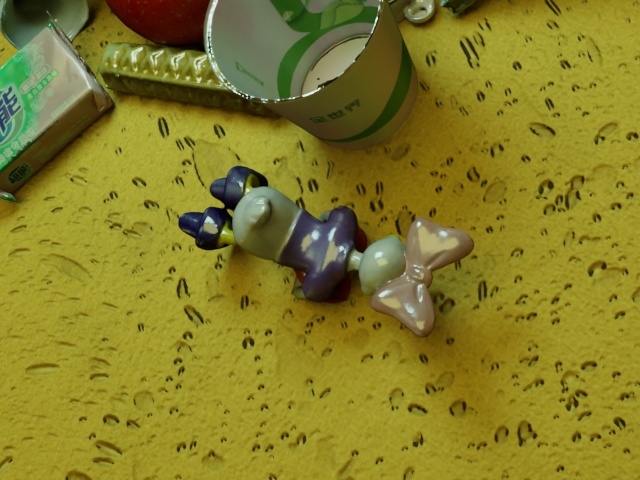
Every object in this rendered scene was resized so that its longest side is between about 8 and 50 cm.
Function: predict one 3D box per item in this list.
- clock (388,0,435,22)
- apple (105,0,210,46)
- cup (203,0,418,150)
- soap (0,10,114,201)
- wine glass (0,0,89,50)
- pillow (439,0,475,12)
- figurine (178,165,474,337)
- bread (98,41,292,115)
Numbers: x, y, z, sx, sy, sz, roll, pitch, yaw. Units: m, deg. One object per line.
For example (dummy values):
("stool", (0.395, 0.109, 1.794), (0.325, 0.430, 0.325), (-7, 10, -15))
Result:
("clock", (0.084, -0.405, 1.401), (0.229, 0.063, 0.155), (41, 92, 27))
("apple", (-0.239, -0.451, 1.470), (0.260, 0.216, 0.260), (-9, 67, 20))
("cup", (0.011, -0.256, 1.265), (0.253, 0.274, 0.253), (-8, 71, 23))
("soap", (-0.501, -0.224, 1.565), (0.273, 0.098, 0.218), (-39, 70, 6))
("wine glass", (-0.522, -0.446, 1.629), (0.165, 0.165, 0.196), (-43, 54, 5))
("pillow", (0.249, -0.518, 1.274), (0.310, 0.138, 0.283), (-40, 46, 54))
("figurine", (-0.003, 0.000, 1.232), (0.421, 0.193, 0.154), (22, 79, 23))
("bread", (-0.208, -0.262, 1.468), (0.367, 0.077, 0.084), (13, 95, 27))
